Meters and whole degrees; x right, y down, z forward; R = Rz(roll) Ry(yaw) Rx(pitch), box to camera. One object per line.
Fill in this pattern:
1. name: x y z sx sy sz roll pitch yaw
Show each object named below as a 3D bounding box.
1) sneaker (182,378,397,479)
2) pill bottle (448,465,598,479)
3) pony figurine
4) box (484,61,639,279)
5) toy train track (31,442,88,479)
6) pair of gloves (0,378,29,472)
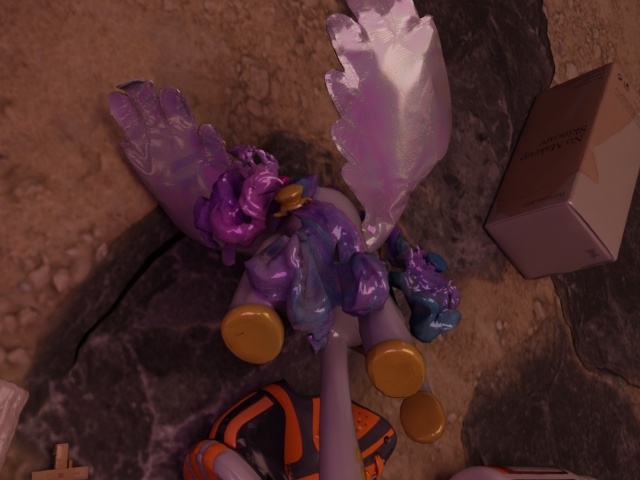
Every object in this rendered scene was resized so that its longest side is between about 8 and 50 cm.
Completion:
1. sneaker: 0.027 0.269 0.706 0.180 0.124 0.321 -38 103 -40
2. pill bottle: 0.250 0.327 0.890 0.221 0.121 0.121 14 68 -38
3. pony figurine: 0.000 0.000 0.654 0.363 0.302 0.351 -92 161 -59
4. box: 0.368 -0.103 1.107 0.121 0.148 0.311 46 51 -22
5. toy train track: -0.208 0.202 0.593 0.048 0.014 0.083 11 76 -47
6. pair of gloves: -0.314 0.167 0.452 0.240 0.042 0.204 11 72 -16
